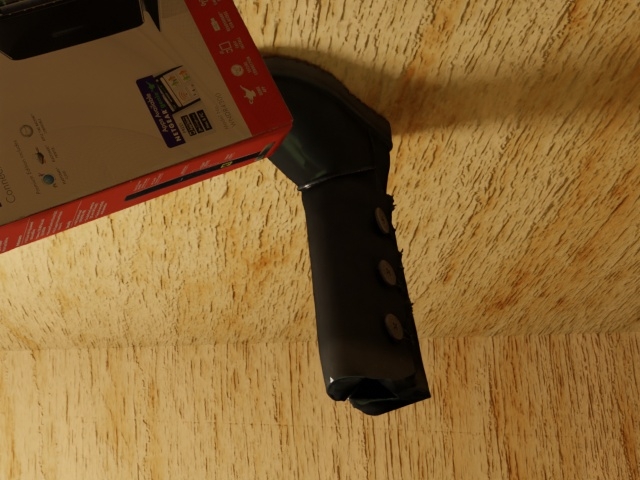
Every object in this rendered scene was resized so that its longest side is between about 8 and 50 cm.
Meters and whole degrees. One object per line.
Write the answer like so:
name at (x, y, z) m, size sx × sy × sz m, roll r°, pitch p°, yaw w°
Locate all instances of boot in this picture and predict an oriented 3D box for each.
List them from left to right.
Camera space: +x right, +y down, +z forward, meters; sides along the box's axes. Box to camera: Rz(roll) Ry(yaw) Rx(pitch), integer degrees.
boot at (0.002, 0.000, 1.781) m, size 0.146 × 0.445 × 0.367 m, roll -20°, pitch 154°, yaw 37°

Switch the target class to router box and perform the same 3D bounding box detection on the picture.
router box at (-0.232, -0.185, 1.131) m, size 0.301 × 0.335 × 0.082 m, roll -23°, pitch 169°, yaw -25°
